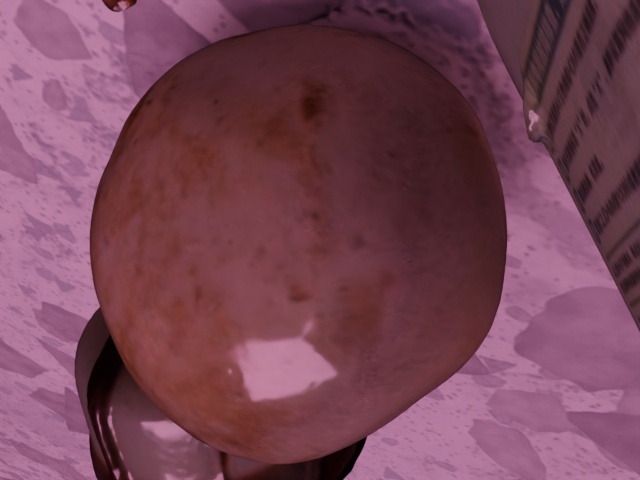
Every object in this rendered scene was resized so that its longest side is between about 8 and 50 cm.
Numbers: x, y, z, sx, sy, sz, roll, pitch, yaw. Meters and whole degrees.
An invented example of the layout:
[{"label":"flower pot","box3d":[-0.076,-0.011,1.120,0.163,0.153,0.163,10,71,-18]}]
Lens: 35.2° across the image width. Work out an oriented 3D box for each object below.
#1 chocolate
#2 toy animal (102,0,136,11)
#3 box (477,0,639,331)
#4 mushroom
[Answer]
[{"label":"chocolate","box3d":[-0.098,0.115,0.943,0.284,0.283,0.186,7,123,28]},{"label":"toy animal","box3d":[-0.112,-0.206,0.642,0.241,0.056,0.099,2,135,37]},{"label":"box","box3d":[0.168,-0.030,0.340,0.396,0.111,0.396,60,-174,-78]},{"label":"mushroom","box3d":[0.000,0.000,0.714,0.298,0.297,0.290,5,180,31]}]
